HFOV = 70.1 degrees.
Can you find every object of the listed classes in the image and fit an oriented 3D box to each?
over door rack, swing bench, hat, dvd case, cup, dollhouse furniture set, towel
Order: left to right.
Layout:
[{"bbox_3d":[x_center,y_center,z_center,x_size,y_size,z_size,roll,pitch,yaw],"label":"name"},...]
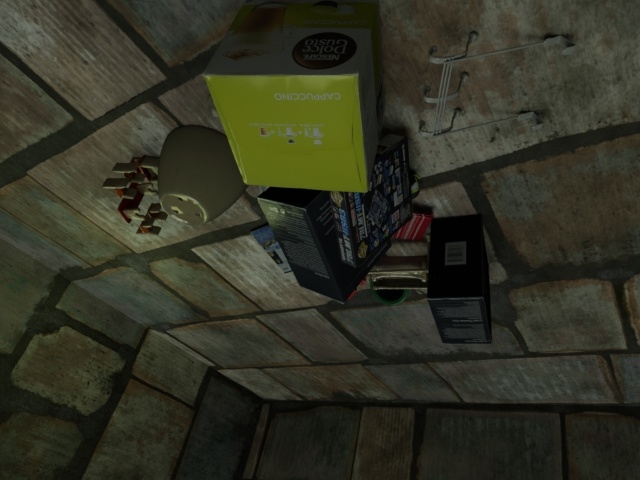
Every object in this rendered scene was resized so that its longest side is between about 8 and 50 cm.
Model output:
[{"bbox_3d":[-0.665,-0.184,1.662,0.135,0.259,0.262,3,143,12],"label":"dollhouse furniture set"},{"bbox_3d":[-0.427,-0.193,1.583,0.330,0.237,0.331,9,144,7],"label":"cup"},{"bbox_3d":[-0.160,0.028,1.925,0.180,0.022,0.253,-19,119,38],"label":"dvd case"},{"bbox_3d":[0.254,-0.066,1.652,0.274,0.031,0.199,9,154,3],"label":"towel"},{"bbox_3d":[0.331,0.186,2.006,0.172,0.183,0.209,-22,88,26],"label":"hat"},{"bbox_3d":[0.316,0.103,1.750,0.253,0.165,0.255,-3,150,23],"label":"swing bench"},{"bbox_3d":[0.415,-0.385,1.142,0.323,0.108,0.240,-4,143,2],"label":"over door rack"}]

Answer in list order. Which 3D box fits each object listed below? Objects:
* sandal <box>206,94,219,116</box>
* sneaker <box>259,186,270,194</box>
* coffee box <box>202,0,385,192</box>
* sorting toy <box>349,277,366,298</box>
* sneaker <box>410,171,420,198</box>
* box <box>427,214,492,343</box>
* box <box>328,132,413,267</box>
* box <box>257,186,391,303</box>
[{"bbox_3d":[-0.288,-0.424,1.376,0.180,0.049,0.072,-20,132,39],"label":"sandal"},{"bbox_3d":[-0.131,-0.113,1.681,0.323,0.130,0.236,61,172,-5],"label":"sneaker"},{"bbox_3d":[-0.032,-0.358,1.127,0.337,0.335,0.338,5,144,13],"label":"coffee box"},{"bbox_3d":[0.070,0.146,1.991,0.255,0.090,0.257,21,145,-8],"label":"sorting toy"},{"bbox_3d":[0.217,-0.186,1.516,0.234,0.084,0.097,-4,118,23],"label":"sneaker"},{"bbox_3d":[0.496,0.142,1.610,0.178,0.344,0.313,-5,140,23],"label":"box"},{"bbox_3d":[0.155,-0.117,1.338,0.073,0.293,0.296,25,141,39],"label":"box"},{"bbox_3d":[0.029,-0.054,1.463,0.211,0.293,0.396,16,141,40],"label":"box"}]
